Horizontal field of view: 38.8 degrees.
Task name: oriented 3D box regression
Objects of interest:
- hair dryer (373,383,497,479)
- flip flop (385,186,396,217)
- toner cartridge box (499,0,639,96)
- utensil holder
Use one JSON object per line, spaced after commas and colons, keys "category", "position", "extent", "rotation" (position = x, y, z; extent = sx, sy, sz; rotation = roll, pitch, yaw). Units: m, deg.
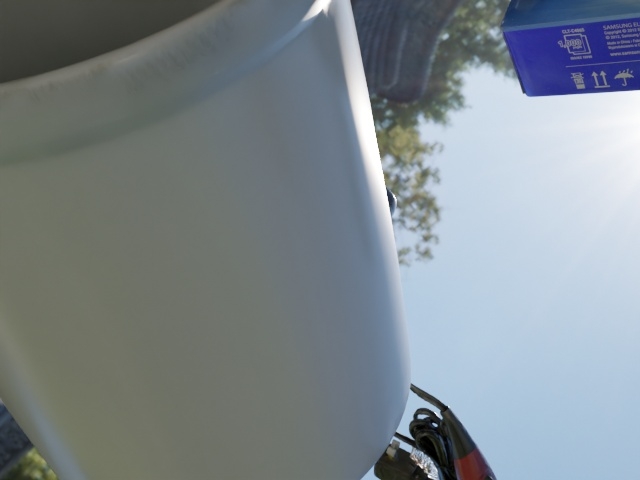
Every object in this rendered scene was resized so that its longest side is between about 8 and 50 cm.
{"category": "hair dryer", "position": [0.156, 0.269, 0.858], "extent": [0.293, 0.224, 0.080], "rotation": [33, -114, 20]}
{"category": "flip flop", "position": [0.000, 0.000, 0.972], "extent": [0.080, 0.112, 0.277], "rotation": [-65, -171, -21]}
{"category": "toner cartridge box", "position": [0.318, -0.192, 0.641], "extent": [0.347, 0.075, 0.165], "rotation": [2, -128, 34]}
{"category": "utensil holder", "position": [-0.113, -0.021, 0.632], "extent": [0.327, 0.386, 0.328], "rotation": [-8, -141, 7]}
